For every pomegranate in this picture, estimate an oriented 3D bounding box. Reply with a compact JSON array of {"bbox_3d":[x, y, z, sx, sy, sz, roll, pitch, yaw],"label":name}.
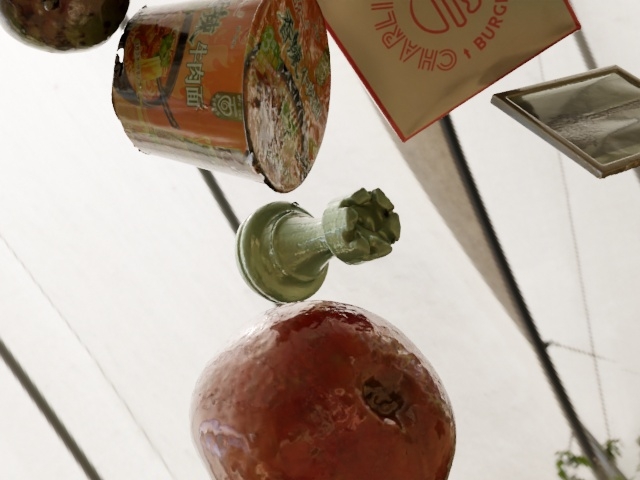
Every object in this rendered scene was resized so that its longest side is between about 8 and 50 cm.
[{"bbox_3d":[-0.267,-0.262,0.840,0.148,0.148,0.169,-44,2,11],"label":"pomegranate"}]

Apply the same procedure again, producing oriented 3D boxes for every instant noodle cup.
[{"bbox_3d":[-0.110,-0.176,0.902,0.230,0.182,0.230,8,-90,-70],"label":"instant noodle cup"}]

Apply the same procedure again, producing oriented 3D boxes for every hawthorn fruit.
[{"bbox_3d":[0.000,0.199,0.828,0.284,0.284,0.284,-29,-29,-18],"label":"hawthorn fruit"}]

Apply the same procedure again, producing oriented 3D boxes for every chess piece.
[{"bbox_3d":[0.000,0.000,1.408,0.194,0.195,0.299,-13,-3,-39],"label":"chess piece"}]

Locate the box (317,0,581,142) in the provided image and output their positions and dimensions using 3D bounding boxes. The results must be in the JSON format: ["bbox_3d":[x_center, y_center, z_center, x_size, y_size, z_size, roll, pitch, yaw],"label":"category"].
[{"bbox_3d":[0.154,-0.398,1.230,0.312,0.300,0.314,-32,-64,13],"label":"box"}]

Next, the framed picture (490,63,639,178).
[{"bbox_3d":[0.419,-0.181,1.164,0.289,0.213,0.016,-18,-43,-32],"label":"framed picture"}]
